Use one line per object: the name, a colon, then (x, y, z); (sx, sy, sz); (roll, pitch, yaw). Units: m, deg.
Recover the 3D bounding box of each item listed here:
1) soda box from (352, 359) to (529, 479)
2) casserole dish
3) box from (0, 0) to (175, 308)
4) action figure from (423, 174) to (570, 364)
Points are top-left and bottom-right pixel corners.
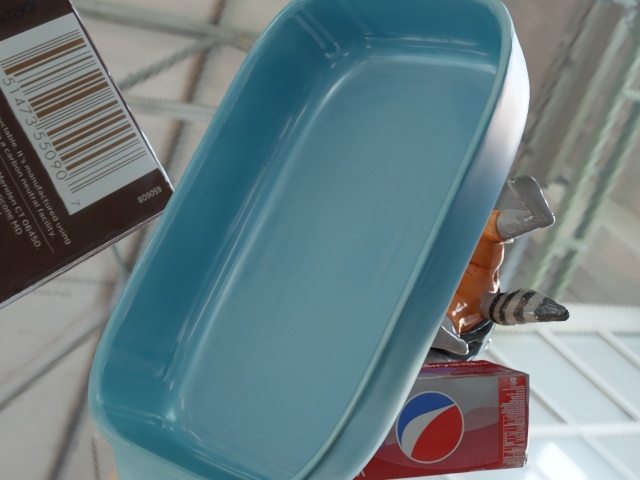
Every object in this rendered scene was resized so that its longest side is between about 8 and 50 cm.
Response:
soda box: (0.037, 0.151, 1.128); (0.263, 0.092, 0.083); (-1, -87, -17)
casserole dish: (0.000, 0.000, 0.417); (0.037, 0.114, 0.188); (37, -106, -42)
box: (-0.234, -0.036, 0.858); (0.167, 0.203, 0.168); (-35, -82, -43)
action figure: (0.129, 0.111, 1.460); (0.330, 0.178, 0.341); (113, 179, -73)
